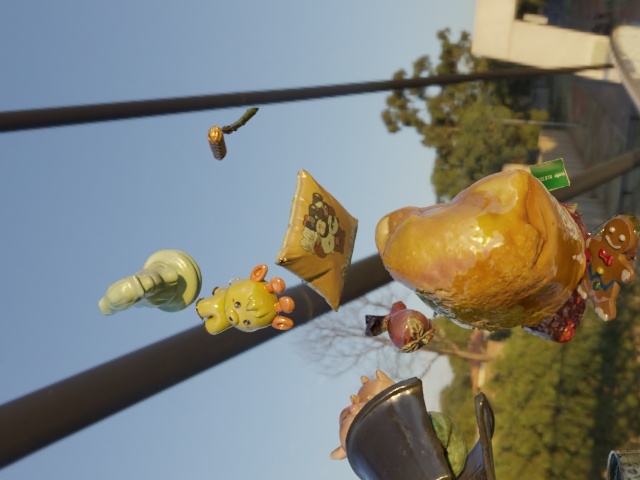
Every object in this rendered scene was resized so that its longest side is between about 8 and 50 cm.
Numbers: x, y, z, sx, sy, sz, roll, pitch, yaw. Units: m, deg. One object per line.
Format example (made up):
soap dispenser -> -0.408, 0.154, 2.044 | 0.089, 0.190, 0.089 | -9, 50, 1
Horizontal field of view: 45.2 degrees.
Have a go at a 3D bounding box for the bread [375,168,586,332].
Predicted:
bread -> 0.300, 0.039, 1.477 | 0.394, 0.360, 0.250 | 23, -128, -58

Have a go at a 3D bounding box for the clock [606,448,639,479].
clock -> 0.798, 0.705, 1.999 | 0.319, 0.066, 0.319 | 0, -90, -79

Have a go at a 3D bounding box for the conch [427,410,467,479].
conch -> 0.263, 0.527, 1.875 | 0.277, 0.195, 0.220 | 105, 179, -72

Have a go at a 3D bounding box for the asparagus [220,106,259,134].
asparagus -> -0.223, -0.326, 2.113 | 0.236, 0.027, 0.034 | -54, -30, -59

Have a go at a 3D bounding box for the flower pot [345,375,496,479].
flower pot -> 0.262, 0.540, 1.797 | 0.251, 0.379, 0.380 | -112, 17, -57

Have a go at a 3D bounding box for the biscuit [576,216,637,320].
biscuit -> 0.553, 0.045, 1.487 | 0.138, 0.031, 0.205 | -116, 31, -51

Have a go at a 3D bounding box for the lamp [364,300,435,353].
lamp -> 0.288, 0.318, 2.716 | 0.215, 0.223, 0.151 | -19, -74, -26

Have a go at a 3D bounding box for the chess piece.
chess piece -> -0.441, 0.122, 1.941 | 0.298, 0.175, 0.176 | -18, -66, -67

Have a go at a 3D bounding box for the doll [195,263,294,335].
doll -> -0.145, 0.131, 1.570 | 0.135, 0.220, 0.143 | -33, -79, -53

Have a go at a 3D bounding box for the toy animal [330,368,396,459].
toy animal -> 0.134, 0.477, 2.053 | 0.166, 0.154, 0.250 | -37, 9, 45

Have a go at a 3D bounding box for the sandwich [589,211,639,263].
sandwich -> 0.827, 0.035, 2.213 | 0.159, 0.235, 0.079 | 62, 178, -23

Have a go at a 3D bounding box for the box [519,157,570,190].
box -> 0.519, -0.143, 1.987 | 0.135, 0.199, 0.081 | 157, 99, -68

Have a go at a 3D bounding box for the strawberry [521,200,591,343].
strawberry -> 0.501, 0.067, 1.833 | 0.292, 0.292, 0.344 | 68, -152, -62

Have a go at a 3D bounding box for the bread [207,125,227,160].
bread -> -0.297, -0.279, 2.218 | 0.157, 0.044, 0.052 | 92, -170, -72

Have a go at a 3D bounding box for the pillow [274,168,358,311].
pillow -> 0.000, 0.000, 2.155 | 0.312, 0.119, 0.310 | 43, -132, -45
